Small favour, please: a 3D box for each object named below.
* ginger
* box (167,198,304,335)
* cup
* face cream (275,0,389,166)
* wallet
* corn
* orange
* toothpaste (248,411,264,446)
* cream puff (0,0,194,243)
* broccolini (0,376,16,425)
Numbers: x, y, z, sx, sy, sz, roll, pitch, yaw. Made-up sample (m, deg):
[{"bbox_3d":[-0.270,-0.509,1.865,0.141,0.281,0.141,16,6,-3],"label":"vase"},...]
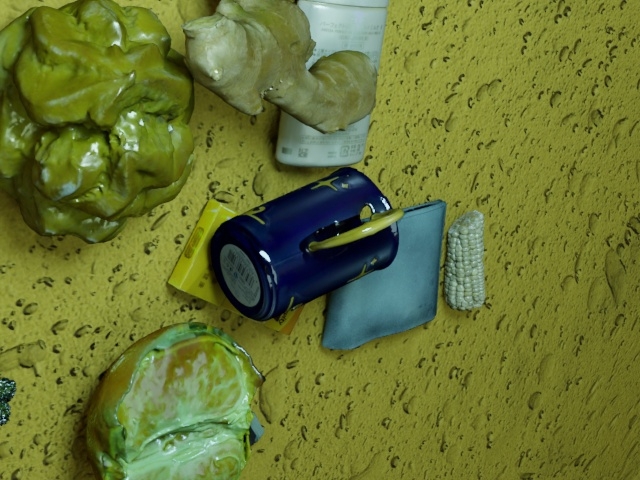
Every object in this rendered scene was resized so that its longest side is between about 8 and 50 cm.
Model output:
[{"bbox_3d":[-0.063,-0.244,1.359,0.363,0.122,0.348,56,34,-30],"label":"ginger"},{"bbox_3d":[-0.114,0.049,1.647,0.269,0.043,0.152,30,88,-46],"label":"box"},{"bbox_3d":[-0.014,-0.014,1.528,0.256,0.178,0.255,-25,159,-35],"label":"cup"},{"bbox_3d":[0.024,-0.291,1.579,0.173,0.081,0.348,-7,114,-37],"label":"face cream"},{"bbox_3d":[0.129,0.062,1.865,0.290,0.054,0.251,-15,120,-38],"label":"wallet"},{"bbox_3d":[0.283,0.043,1.978,0.087,0.087,0.211,-24,121,-32],"label":"corn"},{"bbox_3d":[-0.241,0.281,1.543,0.262,0.196,0.335,-33,134,-45],"label":"orange"},{"bbox_3d":[-0.183,0.393,1.761,0.216,0.037,0.062,-42,131,-25],"label":"toothpaste"},{"bbox_3d":[-0.270,-0.138,1.275,0.291,0.257,0.324,5,106,-39],"label":"cream puff"},{"bbox_3d":[-0.512,0.195,1.377,0.201,0.058,0.074,32,73,-30],"label":"broccolini"}]
